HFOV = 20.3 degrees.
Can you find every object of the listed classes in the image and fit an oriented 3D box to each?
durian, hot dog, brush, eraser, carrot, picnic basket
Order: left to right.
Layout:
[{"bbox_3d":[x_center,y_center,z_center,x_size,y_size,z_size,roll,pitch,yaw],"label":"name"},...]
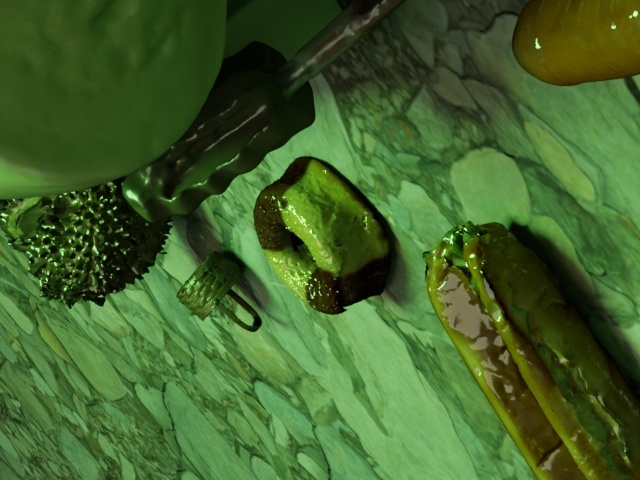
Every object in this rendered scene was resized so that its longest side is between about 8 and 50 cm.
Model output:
[{"bbox_3d":[-0.227,-0.039,1.704,0.196,0.167,0.196,25,134,29],"label":"durian"},{"bbox_3d":[-0.096,-0.135,1.345,0.081,0.124,0.279,57,157,-17],"label":"eraser"},{"bbox_3d":[-0.089,0.056,1.712,0.083,0.072,0.072,41,158,-2],"label":"picnic basket"},{"bbox_3d":[-0.010,-0.108,1.128,0.301,0.084,0.071,-36,105,31],"label":"brush"},{"bbox_3d":[0.167,0.101,1.283,0.269,0.072,0.115,59,157,-17],"label":"hot dog"},{"bbox_3d":[0.182,-0.129,0.930,0.062,0.066,0.271,11,168,-24],"label":"carrot"}]

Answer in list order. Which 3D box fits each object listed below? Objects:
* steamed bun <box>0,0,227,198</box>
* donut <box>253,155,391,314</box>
[{"bbox_3d":[-0.238,-0.247,1.095,0.371,0.290,0.456,180,81,-67],"label":"steamed bun"},{"bbox_3d":[0.000,0.000,1.465,0.140,0.059,0.140,43,155,26],"label":"donut"}]
